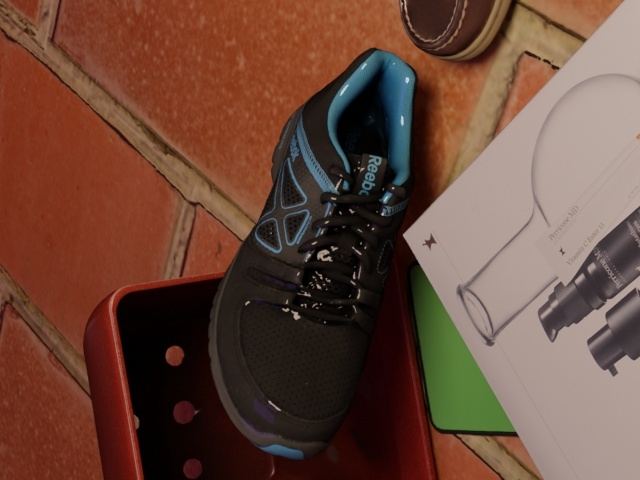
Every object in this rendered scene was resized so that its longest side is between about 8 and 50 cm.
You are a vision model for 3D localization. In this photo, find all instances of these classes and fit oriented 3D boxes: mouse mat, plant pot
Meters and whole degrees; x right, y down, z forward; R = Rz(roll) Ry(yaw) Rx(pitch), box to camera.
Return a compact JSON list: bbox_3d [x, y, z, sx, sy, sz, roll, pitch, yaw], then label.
[{"bbox_3d":[0.146,0.085,1.108,0.189,0.007,0.153,-7,91,51],"label":"mouse mat"},{"bbox_3d":[-0.080,0.158,1.216,0.236,0.267,0.267,-8,90,63],"label":"plant pot"}]

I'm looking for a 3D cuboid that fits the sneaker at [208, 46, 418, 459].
[{"bbox_3d":[0.000,0.000,1.059,0.139,0.125,0.341,131,152,-57],"label":"sneaker"}]

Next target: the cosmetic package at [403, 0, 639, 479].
[{"bbox_3d":[0.246,0.064,0.914,0.284,0.097,0.377,-51,60,44],"label":"cosmetic package"}]

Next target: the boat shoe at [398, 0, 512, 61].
[{"bbox_3d":[0.079,-0.306,1.021,0.123,0.123,0.342,18,111,47],"label":"boat shoe"}]
